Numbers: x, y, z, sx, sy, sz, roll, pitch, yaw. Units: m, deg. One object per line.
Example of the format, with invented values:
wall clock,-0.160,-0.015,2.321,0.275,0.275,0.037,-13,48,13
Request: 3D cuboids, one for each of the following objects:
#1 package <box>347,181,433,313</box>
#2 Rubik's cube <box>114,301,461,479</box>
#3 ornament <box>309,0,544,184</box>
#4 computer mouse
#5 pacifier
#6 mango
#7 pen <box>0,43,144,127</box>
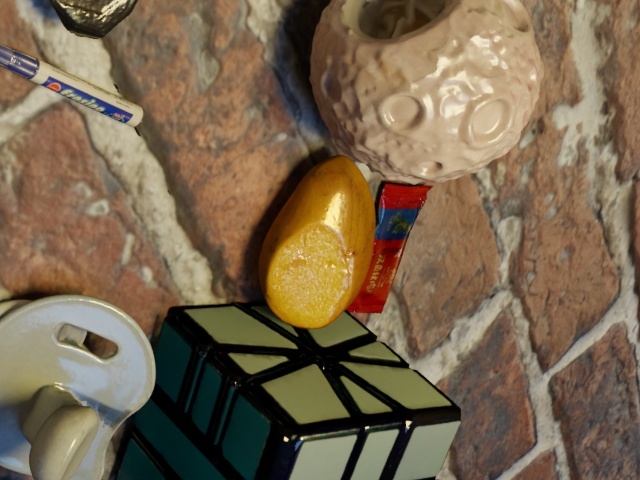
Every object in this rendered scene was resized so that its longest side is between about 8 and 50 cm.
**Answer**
package,0.083,0.013,1.755,0.083,0.022,0.200,-1,120,-41
Rubik's cube,-0.046,0.259,1.623,0.294,0.288,0.283,-2,120,-38
ornament,0.119,-0.182,1.469,0.259,0.259,0.225,-40,136,-13
computer mouse,-0.219,-0.283,1.249,0.106,0.062,0.192,-17,123,-31
pacifier,-0.297,0.195,1.417,0.227,0.207,0.279,25,101,-30
mango,-0.002,-0.003,1.615,0.141,0.102,0.217,8,110,-18
pen,-0.256,-0.156,1.332,0.204,0.025,0.025,23,102,-47
